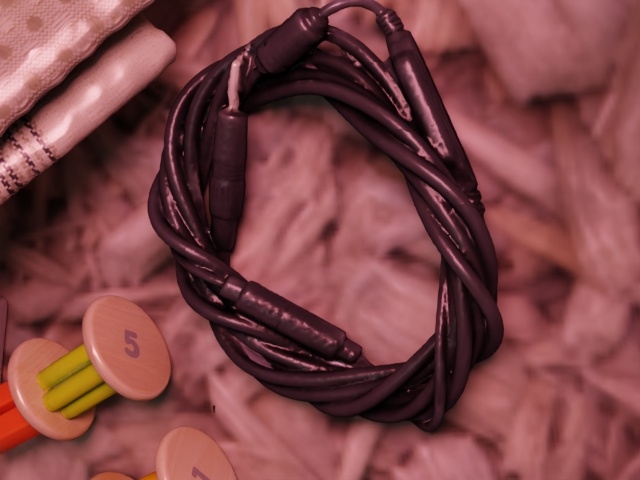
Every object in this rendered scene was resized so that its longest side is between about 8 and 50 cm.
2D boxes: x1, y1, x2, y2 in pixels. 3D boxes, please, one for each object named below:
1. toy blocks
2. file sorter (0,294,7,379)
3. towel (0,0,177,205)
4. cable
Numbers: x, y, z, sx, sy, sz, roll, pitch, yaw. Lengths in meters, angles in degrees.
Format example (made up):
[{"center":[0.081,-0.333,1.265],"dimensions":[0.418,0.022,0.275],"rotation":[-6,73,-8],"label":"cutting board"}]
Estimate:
[{"center":[-0.125,0.111,0.662],"dimensions":[0.148,0.054,0.123],"rotation":[-32,84,26],"label":"toy blocks"},{"center":[-0.326,0.104,0.691],"dimensions":[0.278,0.173,0.192],"rotation":[12,102,24],"label":"file sorter"},{"center":[-0.244,-0.108,0.607],"dimensions":[0.324,0.056,0.312],"rotation":[-44,68,-10],"label":"towel"},{"center":[0.000,0.000,0.590],"dimensions":[0.151,0.047,0.184],"rotation":[-25,87,26],"label":"cable"}]
